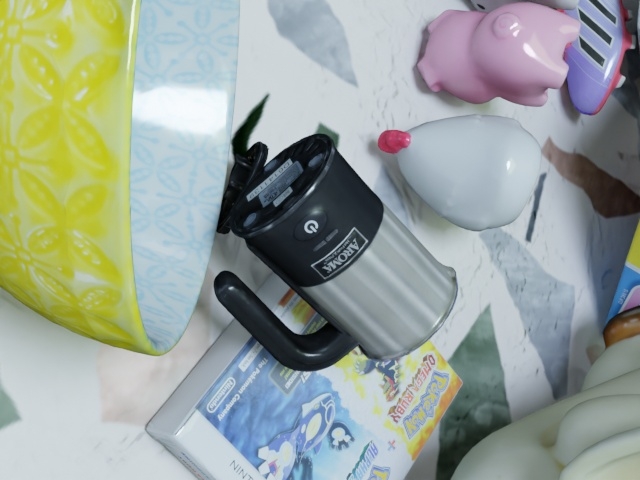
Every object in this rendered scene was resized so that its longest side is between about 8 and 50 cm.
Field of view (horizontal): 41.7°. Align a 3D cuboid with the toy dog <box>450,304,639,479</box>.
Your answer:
[{"bbox_3d":[0.280,0.209,0.663,0.408,0.395,0.284,-23,92,-54],"label":"toy dog"}]

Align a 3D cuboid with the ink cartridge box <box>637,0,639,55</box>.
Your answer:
[{"bbox_3d":[0.380,-0.242,0.865,0.208,0.087,0.153,29,67,-65],"label":"ink cartridge box"}]

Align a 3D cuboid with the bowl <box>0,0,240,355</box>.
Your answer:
[{"bbox_3d":[-0.139,-0.091,0.446,0.156,0.289,0.289,6,82,0],"label":"bowl"}]

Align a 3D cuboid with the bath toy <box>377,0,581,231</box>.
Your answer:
[{"bbox_3d":[0.146,-0.178,0.717,0.129,0.151,0.348,18,78,1],"label":"bath toy"}]

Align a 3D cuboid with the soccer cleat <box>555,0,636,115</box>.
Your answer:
[{"bbox_3d":[0.266,-0.251,0.853,0.095,0.083,0.248,9,87,-5],"label":"soccer cleat"}]

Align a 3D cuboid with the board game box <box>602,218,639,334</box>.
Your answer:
[{"bbox_3d":[0.383,-0.063,0.820,0.242,0.064,0.316,-46,150,-30],"label":"board game box"}]

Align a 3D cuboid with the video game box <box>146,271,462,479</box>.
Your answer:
[{"bbox_3d":[0.001,0.124,0.636,0.187,0.048,0.205,52,60,-25],"label":"video game box"}]

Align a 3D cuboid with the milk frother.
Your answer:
[{"bbox_3d":[0.000,0.000,0.572,0.135,0.129,0.143,46,25,-26],"label":"milk frother"}]
